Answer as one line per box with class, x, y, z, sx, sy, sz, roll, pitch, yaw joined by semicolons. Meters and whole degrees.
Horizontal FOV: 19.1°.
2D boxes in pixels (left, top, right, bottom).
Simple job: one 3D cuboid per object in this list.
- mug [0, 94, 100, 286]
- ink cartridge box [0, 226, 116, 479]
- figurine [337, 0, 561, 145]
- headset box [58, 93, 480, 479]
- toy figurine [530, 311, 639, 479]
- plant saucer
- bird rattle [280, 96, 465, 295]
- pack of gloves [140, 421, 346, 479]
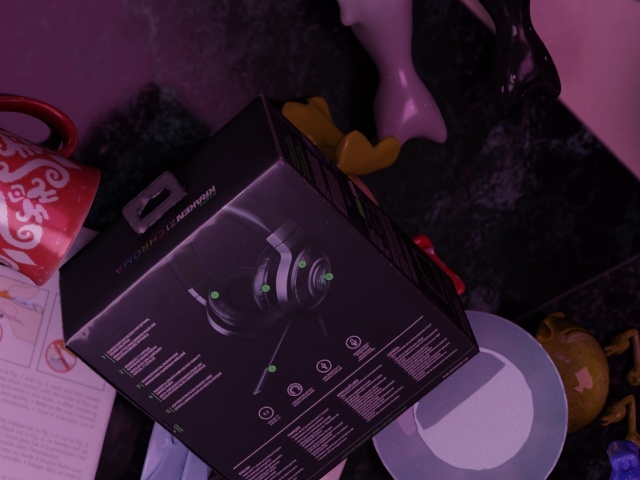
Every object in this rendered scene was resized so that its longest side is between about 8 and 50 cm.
mug;-0.286;-0.056;1.605;0.169;0.150;0.113;27;115;-16
ink cartridge box;-0.340;0.146;1.629;0.308;0.091;0.385;20;71;-24
figurine;0.117;-0.198;1.768;0.215;0.092;0.209;-23;109;-19
headset box;-0.053;0.054;1.617;0.246;0.131;0.283;-41;118;13
toy figurine;0.313;0.258;1.804;0.191;0.217;0.362;5;90;-37
plant saucer;0.143;0.162;1.807;0.195;0.037;0.195;1;93;17
bird rattle;0.000;0.000;1.745;0.207;0.143;0.253;-23;119;-7
pack of gloves;-0.102;0.264;1.760;0.195;0.046;0.232;28;76;-23
